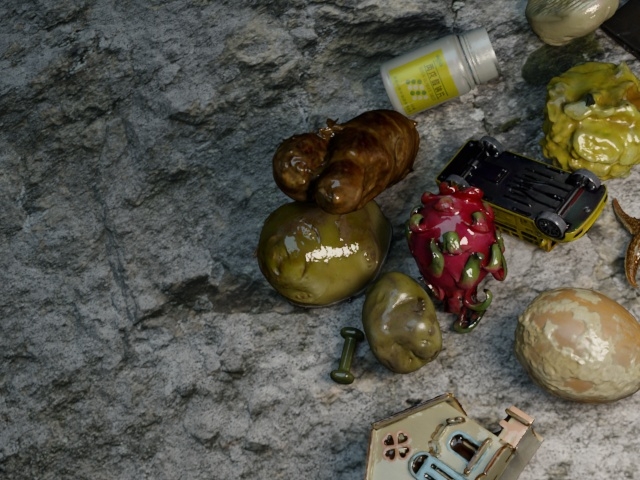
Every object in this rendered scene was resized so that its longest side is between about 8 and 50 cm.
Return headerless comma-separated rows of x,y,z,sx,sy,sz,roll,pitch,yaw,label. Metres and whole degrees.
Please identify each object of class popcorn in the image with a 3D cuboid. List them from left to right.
0.548,-0.242,1.677,0.249,0.225,0.249,-13,51,17,popcorn

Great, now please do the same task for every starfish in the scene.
0.630,-0.010,1.602,0.213,0.057,0.238,-39,52,-8,starfish

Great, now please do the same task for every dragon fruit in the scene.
0.271,0.023,1.658,0.218,0.272,0.198,18,55,39,dragon fruit

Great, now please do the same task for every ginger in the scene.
0.054,-0.182,1.816,0.254,0.176,0.418,21,35,27,ginger

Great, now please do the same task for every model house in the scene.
0.201,0.398,1.504,0.244,0.169,0.326,31,79,39,model house

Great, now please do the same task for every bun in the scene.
0.571,-0.523,1.899,0.210,0.116,0.237,-38,29,10,bun

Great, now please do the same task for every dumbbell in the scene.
0.055,0.238,1.747,0.052,0.046,0.118,5,63,23,dumbbell

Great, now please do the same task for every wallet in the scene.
0.786,-0.519,1.837,0.321,0.044,0.170,-38,55,0,wallet

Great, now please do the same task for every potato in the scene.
0.000,0.000,1.828,0.300,0.196,0.246,-34,54,3,potato
0.159,0.162,1.679,0.155,0.137,0.200,-35,57,15,potato

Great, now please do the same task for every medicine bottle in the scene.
0.277,-0.390,1.951,0.258,0.143,0.143,-21,54,14,medicine bottle

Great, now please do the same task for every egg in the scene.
0.460,0.184,1.480,0.245,0.203,0.203,23,72,12,egg

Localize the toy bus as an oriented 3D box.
0.406,-0.084,1.697,0.331,0.151,0.145,27,66,37,toy bus
